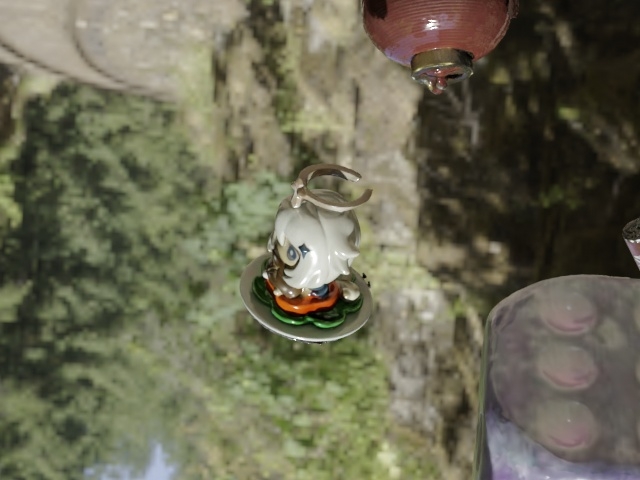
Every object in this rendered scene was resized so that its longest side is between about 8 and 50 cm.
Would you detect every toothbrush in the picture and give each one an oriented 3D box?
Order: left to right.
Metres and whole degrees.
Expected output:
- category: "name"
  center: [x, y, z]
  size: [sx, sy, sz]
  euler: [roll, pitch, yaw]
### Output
- category: "toothbrush"
  center: [0.479, 0.070, 1.990]
  size: [0.041, 0.041, 0.364]
  euler: [7, 155, 31]

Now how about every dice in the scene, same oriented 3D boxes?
- category: "dice"
  center: [0.302, 0.217, 1.545]
  size: [0.270, 0.271, 0.270]
  euler: [4, -132, 5]

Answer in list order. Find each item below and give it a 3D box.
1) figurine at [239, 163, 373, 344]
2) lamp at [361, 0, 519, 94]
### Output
- category: "figurine"
  center: [0.000, 0.000, 1.320]
  size: [0.132, 0.154, 0.132]
  euler: [8, -141, -6]
- category: "lamp"
  center: [0.132, -0.295, 1.600]
  size: [0.180, 0.258, 0.180]
  euler: [-5, 168, -1]
